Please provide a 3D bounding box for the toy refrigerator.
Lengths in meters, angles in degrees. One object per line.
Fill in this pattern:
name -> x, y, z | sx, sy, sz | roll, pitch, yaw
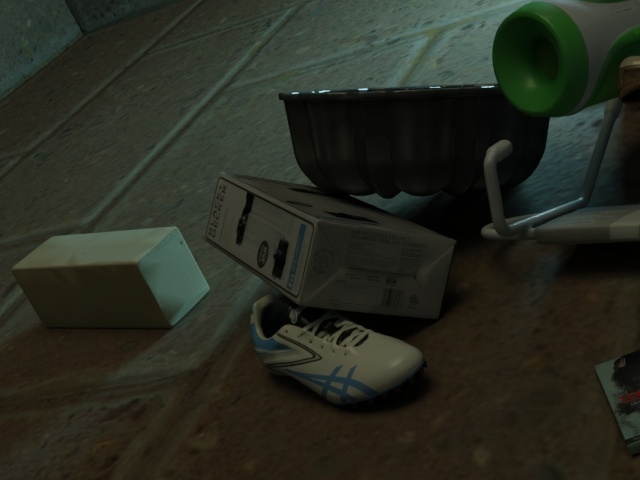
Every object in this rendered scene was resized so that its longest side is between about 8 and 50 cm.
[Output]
toy refrigerator -> -0.280, 0.049, 1.543 | 0.269, 0.102, 0.094 | -4, 31, 42

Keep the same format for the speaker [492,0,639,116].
speaker -> 0.327, -0.218, 1.235 | 0.296, 0.131, 0.131 | -20, 17, -31

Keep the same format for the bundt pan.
bundt pan -> 0.115, -0.120, 1.369 | 0.331, 0.124, 0.331 | -2, 7, 0

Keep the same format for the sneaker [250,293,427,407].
sneaker -> 0.007, 0.104, 1.154 | 0.085, 0.086, 0.237 | -38, 27, -30

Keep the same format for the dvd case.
dvd case -> 0.275, 0.121, 0.935 | 0.087, 0.013, 0.119 | -21, 24, 10

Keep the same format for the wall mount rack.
wall mount rack -> 0.335, -0.082, 1.168 | 0.350, 0.130, 0.304 | -2, 12, 41

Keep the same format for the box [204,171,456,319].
box -> 0.000, 0.000, 1.277 | 0.169, 0.087, 0.290 | 8, 9, -25

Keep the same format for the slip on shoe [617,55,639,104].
slip on shoe -> 0.350, -0.151, 1.105 | 0.135, 0.051, 0.041 | 5, 63, 26

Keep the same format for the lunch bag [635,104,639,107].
lunch bag -> 0.414, -0.348, 1.446 | 0.169, 0.287, 0.235 | -16, 25, 20
